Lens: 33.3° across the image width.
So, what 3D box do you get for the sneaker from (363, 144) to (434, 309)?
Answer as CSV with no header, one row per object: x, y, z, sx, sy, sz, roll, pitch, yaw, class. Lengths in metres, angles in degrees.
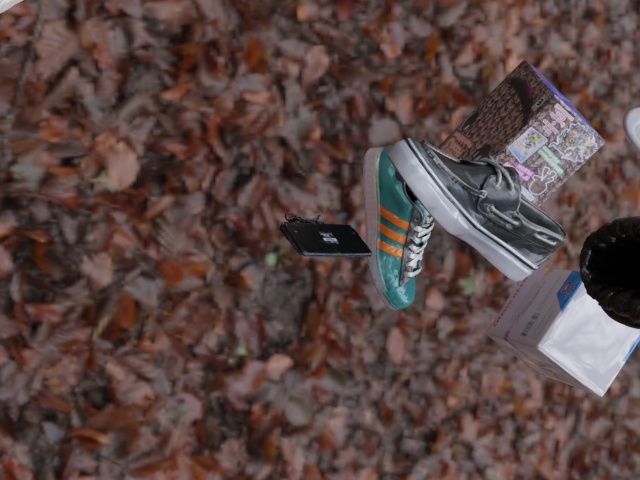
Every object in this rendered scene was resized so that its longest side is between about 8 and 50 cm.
0.154,-0.021,1.924,0.108,0.121,0.302,-24,109,-60,sneaker

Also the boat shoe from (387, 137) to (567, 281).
0.224,-0.064,1.490,0.119,0.121,0.335,-41,133,17,boat shoe

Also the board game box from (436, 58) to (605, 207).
0.357,-0.165,2.033,0.141,0.232,0.291,38,107,-20,board game box

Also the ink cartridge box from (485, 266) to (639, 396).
0.464,0.166,2.036,0.168,0.233,0.171,37,83,-14,ink cartridge box

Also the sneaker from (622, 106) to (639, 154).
0.645,-0.141,1.939,0.296,0.147,0.104,28,84,-12,sneaker

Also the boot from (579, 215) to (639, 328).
0.374,0.039,1.195,0.260,0.348,0.131,-12,80,-33,boot

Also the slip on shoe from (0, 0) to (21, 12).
-0.282,-0.185,0.835,0.135,0.051,0.041,-40,130,-22,slip on shoe

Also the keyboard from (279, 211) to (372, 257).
0.000,0.000,1.811,0.192,0.100,0.038,3,135,-51,keyboard
